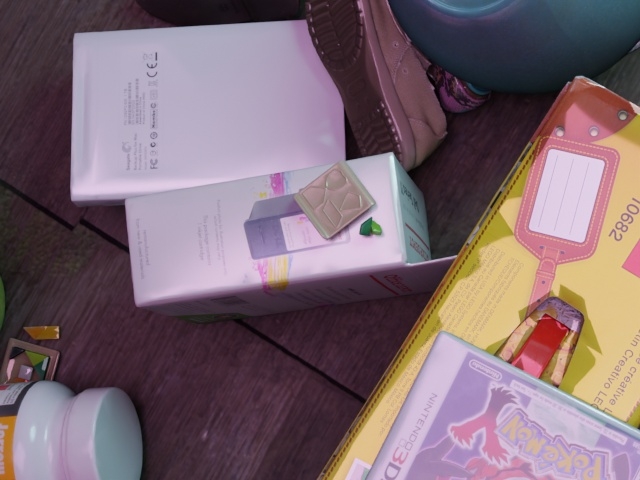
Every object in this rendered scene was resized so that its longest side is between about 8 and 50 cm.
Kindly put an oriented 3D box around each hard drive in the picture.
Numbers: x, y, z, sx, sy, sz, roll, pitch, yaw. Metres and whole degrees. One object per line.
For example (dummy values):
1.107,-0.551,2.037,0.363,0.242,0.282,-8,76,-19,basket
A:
-0.126,-0.145,1.331,0.308,0.040,0.203,-2,77,3,hard drive

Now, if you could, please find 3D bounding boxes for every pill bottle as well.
-0.353,0.241,1.318,0.279,0.162,0.162,-7,82,14,pill bottle

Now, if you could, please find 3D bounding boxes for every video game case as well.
0.139,0.193,0.883,0.201,0.023,0.183,27,91,14,video game case

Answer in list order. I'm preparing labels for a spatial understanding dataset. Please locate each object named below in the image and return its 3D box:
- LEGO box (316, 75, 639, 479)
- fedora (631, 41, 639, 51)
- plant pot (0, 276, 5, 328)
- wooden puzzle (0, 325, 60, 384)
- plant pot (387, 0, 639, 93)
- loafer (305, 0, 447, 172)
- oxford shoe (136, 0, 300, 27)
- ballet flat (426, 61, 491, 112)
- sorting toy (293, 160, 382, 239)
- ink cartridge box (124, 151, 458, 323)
0.187,0.144,1.081,0.193,0.372,0.500,33,93,15,LEGO box
0.266,-0.334,1.246,0.244,0.124,0.275,-3,83,15,fedora
-0.497,0.066,1.327,0.276,0.254,0.276,-2,82,15,plant pot
-0.351,0.156,1.404,0.079,0.014,0.116,7,85,15,wooden puzzle
0.172,-0.278,1.108,0.290,0.195,0.290,5,102,25,plant pot
0.063,-0.201,1.281,0.102,0.092,0.268,-18,88,52,loafer
-0.117,-0.297,1.381,0.212,0.076,0.076,3,54,17,oxford shoe
0.129,-0.246,1.299,0.079,0.077,0.221,-19,82,46,ballet flat
0.021,-0.028,1.116,0.062,0.012,0.083,-36,71,-1,sorting toy
0.000,0.000,1.232,0.354,0.207,0.119,-9,79,11,ink cartridge box
